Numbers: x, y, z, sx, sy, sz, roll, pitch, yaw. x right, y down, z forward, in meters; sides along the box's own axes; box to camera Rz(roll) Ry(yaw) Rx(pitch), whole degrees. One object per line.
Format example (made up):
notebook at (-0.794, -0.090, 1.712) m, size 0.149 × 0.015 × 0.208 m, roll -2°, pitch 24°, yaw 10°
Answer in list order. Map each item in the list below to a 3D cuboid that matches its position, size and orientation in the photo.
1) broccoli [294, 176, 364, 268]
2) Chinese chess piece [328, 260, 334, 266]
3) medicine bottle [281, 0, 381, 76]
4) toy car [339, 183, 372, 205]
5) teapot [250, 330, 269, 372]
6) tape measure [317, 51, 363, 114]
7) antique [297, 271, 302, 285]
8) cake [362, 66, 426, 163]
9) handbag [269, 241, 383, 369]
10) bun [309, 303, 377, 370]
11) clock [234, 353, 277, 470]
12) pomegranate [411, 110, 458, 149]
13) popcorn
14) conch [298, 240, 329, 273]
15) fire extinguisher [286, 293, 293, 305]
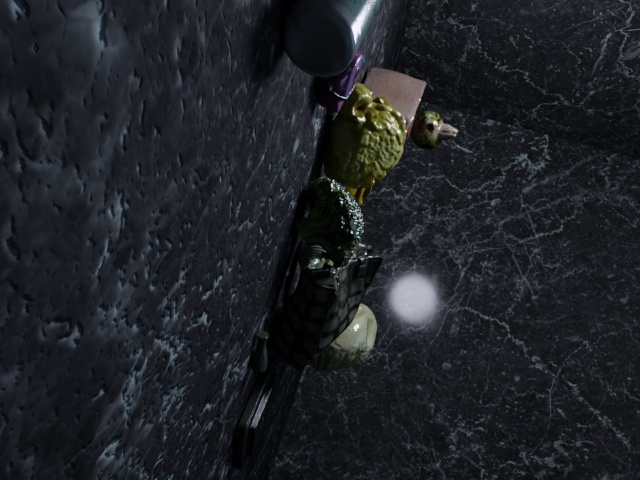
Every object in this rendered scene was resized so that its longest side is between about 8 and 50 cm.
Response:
broccoli at (0.028, -0.050, 1.253) m, size 0.176 × 0.226 × 0.198 m, roll -46°, pitch -137°, yaw 9°
Chinese chess piece at (0.020, 0.071, 1.739) m, size 0.238 × 0.092 × 0.238 m, roll 18°, pitch 90°, yaw -85°
medicine bottle at (0.047, -0.402, 0.756) m, size 0.110 × 0.110 × 0.352 m, roll 98°, pitch 11°, yaw -54°
toy car at (0.126, -0.212, 1.829) m, size 0.248 × 0.142 × 0.200 m, roll -48°, pitch 155°, yaw -72°
teapot at (-0.148, 0.275, 1.189) m, size 0.043 × 0.042 × 0.111 m, roll -62°, pitch 165°, yaw -61°
tape measure at (0.039, -0.350, 1.015) m, size 0.118 × 0.074 × 0.125 m, roll 106°, pitch 8°, yaw -71°
antique at (-0.053, 0.089, 1.639) m, size 0.031 × 0.015 × 0.192 m, roll -59°, pitch 165°, yaw -67°
cake at (0.240, -0.463, 1.770) m, size 0.237 × 0.230 × 0.309 m, roll 96°, pitch 13°, yaw -53°
handbag at (0.024, 0.180, 1.439) m, size 0.325 × 0.162 × 0.327 m, roll -33°, pitch 152°, yaw -51°
bun at (0.034, 0.349, 1.769) m, size 0.349 × 0.352 × 0.227 m, roll -6°, pitch 106°, yaw -43°
clock at (-0.189, 0.524, 1.450) m, size 0.273 × 0.049 × 0.279 m, roll -68°, pitch 172°, yaw -46°
pomegranate at (0.406, -0.397, 1.708) m, size 0.126 × 0.163 × 0.138 m, roll -82°, pitch 160°, yaw -44°
popcorn at (0.131, -0.279, 1.319) m, size 0.174 × 0.225 × 0.286 m, roll -123°, pitch -142°, yaw -54°
conch at (-0.015, 0.040, 1.435) m, size 0.153 × 0.102 × 0.135 m, roll -39°, pitch 145°, yaw -20°
fire extinguisher at (-0.081, 0.197, 1.562) m, size 0.064 × 0.043 × 0.158 m, roll -32°, pitch 171°, yaw 0°
